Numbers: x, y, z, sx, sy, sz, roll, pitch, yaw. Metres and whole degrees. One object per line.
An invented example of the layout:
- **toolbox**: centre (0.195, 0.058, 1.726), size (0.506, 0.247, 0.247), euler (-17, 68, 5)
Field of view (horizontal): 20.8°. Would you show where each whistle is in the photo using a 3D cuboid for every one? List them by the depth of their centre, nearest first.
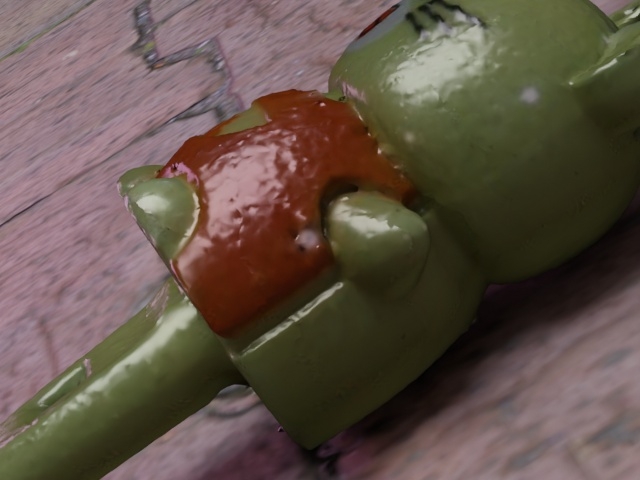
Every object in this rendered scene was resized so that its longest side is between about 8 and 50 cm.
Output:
- **whistle**: centre (0.000, 0.000, 0.580), size (0.288, 0.106, 0.131), euler (-34, 12, -3)
